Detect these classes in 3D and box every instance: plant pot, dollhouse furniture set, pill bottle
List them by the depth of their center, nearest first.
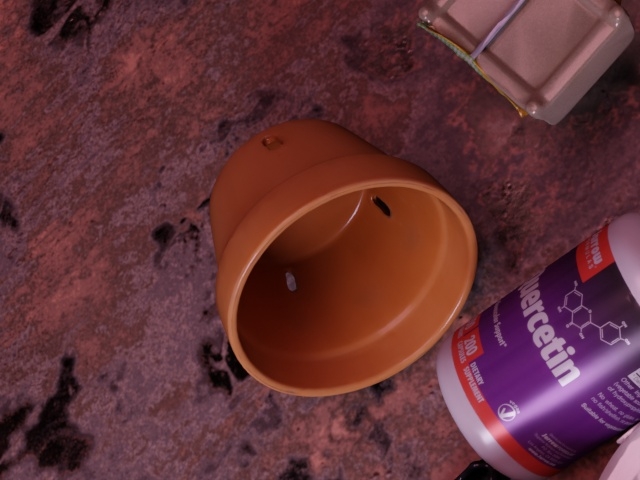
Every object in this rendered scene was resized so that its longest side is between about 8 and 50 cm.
[{"bbox_3d":[0.286,0.095,1.605,0.323,0.181,0.181,-38,60,23],"label":"pill bottle"},{"bbox_3d":[0.286,-0.277,1.744,0.301,0.151,0.197,-48,66,8],"label":"dollhouse furniture set"},{"bbox_3d":[0.000,0.000,1.776,0.291,0.291,0.203,-45,43,10],"label":"plant pot"}]

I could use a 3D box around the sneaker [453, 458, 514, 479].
[{"bbox_3d":[0.127,0.317,1.697,0.084,0.097,0.235,35,93,33],"label":"sneaker"}]

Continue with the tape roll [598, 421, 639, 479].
[{"bbox_3d":[0.406,0.291,1.548,0.286,0.100,0.286,-9,71,27],"label":"tape roll"}]
